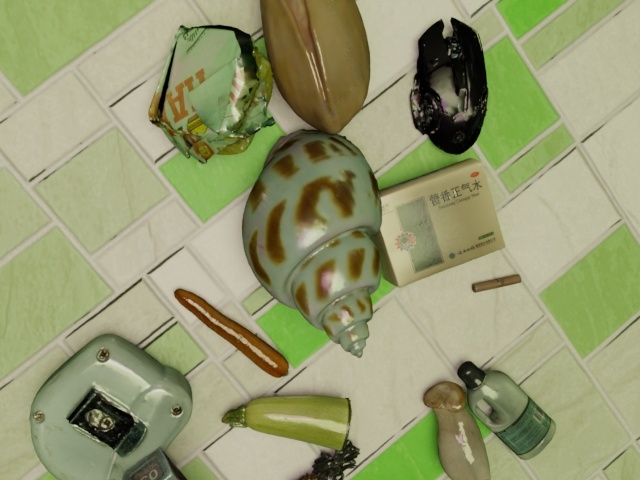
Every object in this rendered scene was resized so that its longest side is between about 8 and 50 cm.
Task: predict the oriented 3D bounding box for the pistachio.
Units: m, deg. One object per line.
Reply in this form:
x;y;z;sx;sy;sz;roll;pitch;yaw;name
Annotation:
-0.008;-0.314;1.116;0.162;0.181;0.292;-10;98;12;pistachio

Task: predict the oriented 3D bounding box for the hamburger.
-0.152;-0.222;1.092;0.235;0.125;0.214;14;98;25;hamburger

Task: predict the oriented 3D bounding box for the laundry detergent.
0.343;0.312;1.322;0.226;0.070;0.099;44;92;-14;laundry detergent

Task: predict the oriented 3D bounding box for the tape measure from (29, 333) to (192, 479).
-0.345;0.298;1.143;0.246;0.125;0.243;37;88;-15;tape measure

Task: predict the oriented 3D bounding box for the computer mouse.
0.236;-0.269;1.227;0.147;0.077;0.241;-10;99;-13;computer mouse

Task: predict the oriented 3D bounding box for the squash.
-0.062;0.318;1.235;0.225;0.094;0.094;5;96;-6;squash

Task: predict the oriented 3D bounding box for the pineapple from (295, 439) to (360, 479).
0.008;0.430;1.268;0.159;0.074;0.074;-44;103;-11;pineapple

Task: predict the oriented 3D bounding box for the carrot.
-0.152;0.160;1.212;0.248;0.043;0.043;39;88;-12;carrot

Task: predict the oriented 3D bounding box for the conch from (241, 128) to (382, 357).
0.000;-0.001;1.131;0.249;0.197;0.367;-33;91;18;conch

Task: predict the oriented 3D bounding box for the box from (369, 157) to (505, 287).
0.196;-0.034;1.238;0.212;0.095;0.168;-20;98;-9;box

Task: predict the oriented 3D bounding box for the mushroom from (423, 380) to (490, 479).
0.256;0.367;1.296;0.088;0.097;0.212;-15;100;1;mushroom

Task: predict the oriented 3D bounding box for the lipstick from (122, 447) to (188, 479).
-0.193;0.503;1.169;0.080;0.076;0.371;-37;121;-13;lipstick

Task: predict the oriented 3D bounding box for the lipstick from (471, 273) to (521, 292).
0.332;0.081;1.318;0.094;0.019;0.018;-12;99;-10;lipstick
